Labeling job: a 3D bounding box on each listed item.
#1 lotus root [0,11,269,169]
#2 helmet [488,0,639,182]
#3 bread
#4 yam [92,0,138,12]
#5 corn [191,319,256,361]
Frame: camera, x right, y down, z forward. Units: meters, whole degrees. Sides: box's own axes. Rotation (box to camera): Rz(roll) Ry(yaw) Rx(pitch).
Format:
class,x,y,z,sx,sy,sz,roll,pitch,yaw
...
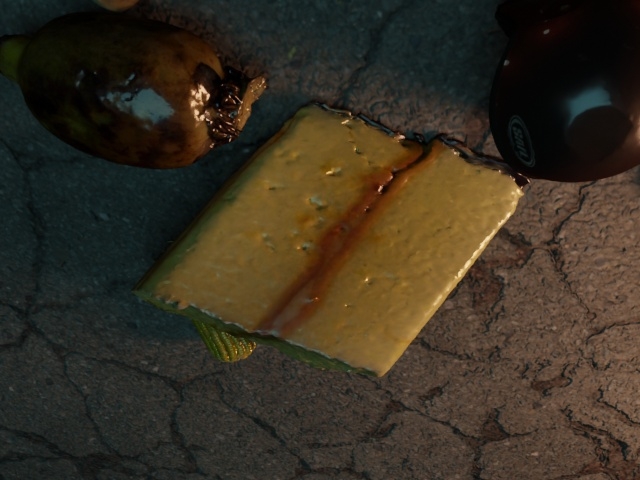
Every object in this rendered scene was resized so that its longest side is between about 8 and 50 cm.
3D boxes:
class,x,y,z,sx,sy,sz,roll,pitch,yaw
lotus root,-0.222,-0.166,0.713,0.314,0.141,0.169,11,132,0
helmet,0.265,-0.158,0.632,0.216,0.193,0.189,-39,124,-16
bread,0.000,0.000,0.855,0.346,0.242,0.404,34,83,-10
yam,-0.099,-0.328,0.611,0.357,0.081,0.081,-23,121,25
corn,-0.161,0.120,0.983,0.085,0.063,0.165,1,130,35
